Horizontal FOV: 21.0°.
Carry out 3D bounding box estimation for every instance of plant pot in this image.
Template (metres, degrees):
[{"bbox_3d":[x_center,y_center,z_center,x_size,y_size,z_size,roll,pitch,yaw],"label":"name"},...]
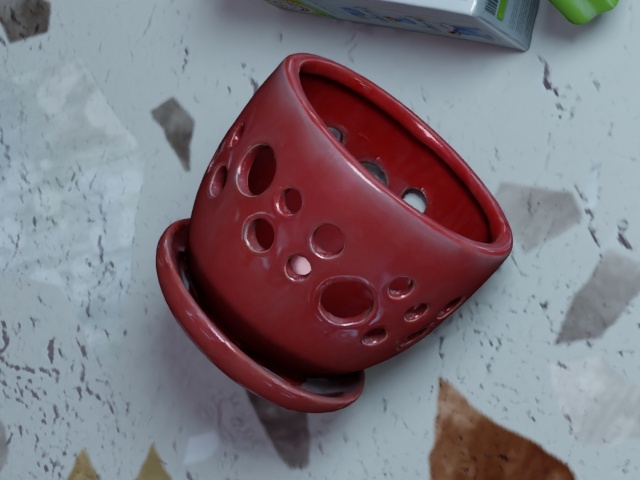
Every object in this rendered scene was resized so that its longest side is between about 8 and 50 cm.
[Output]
[{"bbox_3d":[0.000,0.000,1.119,0.174,0.191,0.191,-47,65,21],"label":"plant pot"}]

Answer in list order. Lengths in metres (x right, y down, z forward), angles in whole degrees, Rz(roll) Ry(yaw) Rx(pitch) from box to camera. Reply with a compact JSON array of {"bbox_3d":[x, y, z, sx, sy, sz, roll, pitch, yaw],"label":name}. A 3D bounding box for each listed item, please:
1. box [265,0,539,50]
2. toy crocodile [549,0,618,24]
[{"bbox_3d":[0.045,-0.208,1.170,0.203,0.103,0.114,13,88,28],"label":"box"},{"bbox_3d":[0.195,-0.307,1.105,0.105,0.115,0.340,13,86,32],"label":"toy crocodile"}]
